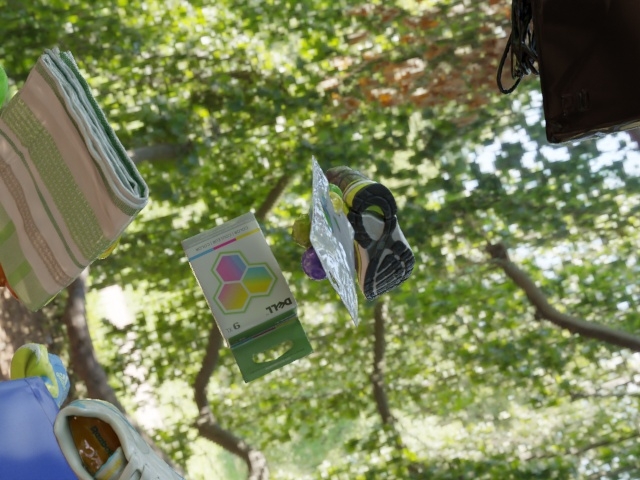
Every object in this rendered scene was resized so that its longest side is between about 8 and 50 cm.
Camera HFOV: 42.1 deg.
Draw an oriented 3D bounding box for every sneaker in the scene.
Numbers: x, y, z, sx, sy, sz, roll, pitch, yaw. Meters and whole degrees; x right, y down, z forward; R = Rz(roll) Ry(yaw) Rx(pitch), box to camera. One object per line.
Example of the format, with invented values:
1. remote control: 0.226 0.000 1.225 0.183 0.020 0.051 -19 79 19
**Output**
1. sneaker: 0.081 -0.014 1.424 0.121 0.111 0.300 53 -15 42
2. sneaker: -0.501 0.310 1.515 0.126 0.091 0.240 35 52 -68
3. sneaker: -0.191 0.258 0.860 0.228 0.087 0.092 41 -9 11

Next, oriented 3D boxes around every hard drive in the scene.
1. hard drive: -0.403 0.269 0.977 0.210 0.040 0.318 55 16 16

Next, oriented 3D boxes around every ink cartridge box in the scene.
1. ink cartridge box: -0.100 0.077 1.146 0.062 0.109 0.209 96 -31 -71

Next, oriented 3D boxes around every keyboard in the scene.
1. keyboard: 0.137 -0.146 0.431 0.100 0.038 0.192 -9 -99 42

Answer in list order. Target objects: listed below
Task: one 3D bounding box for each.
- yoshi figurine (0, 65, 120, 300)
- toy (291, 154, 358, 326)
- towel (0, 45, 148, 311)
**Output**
1. yoshi figurine: -0.375 -0.100 0.822 0.362 0.203 0.203 26 -9 12
2. toy: 0.000 0.000 1.078 0.137 0.056 0.237 61 18 -26
3. towel: -0.175 -0.031 0.521 0.152 0.023 0.113 -37 -100 37
